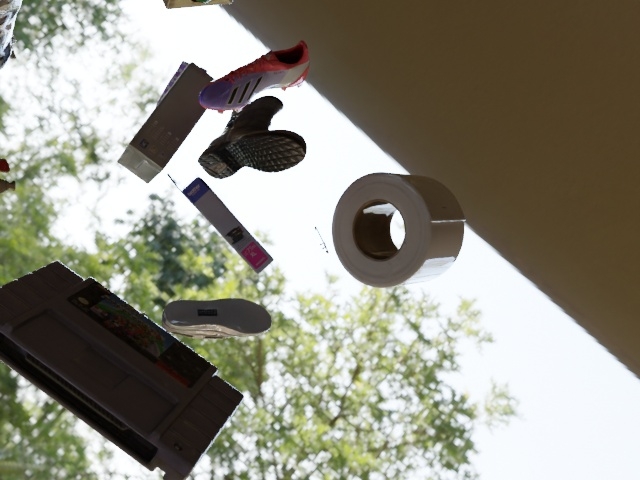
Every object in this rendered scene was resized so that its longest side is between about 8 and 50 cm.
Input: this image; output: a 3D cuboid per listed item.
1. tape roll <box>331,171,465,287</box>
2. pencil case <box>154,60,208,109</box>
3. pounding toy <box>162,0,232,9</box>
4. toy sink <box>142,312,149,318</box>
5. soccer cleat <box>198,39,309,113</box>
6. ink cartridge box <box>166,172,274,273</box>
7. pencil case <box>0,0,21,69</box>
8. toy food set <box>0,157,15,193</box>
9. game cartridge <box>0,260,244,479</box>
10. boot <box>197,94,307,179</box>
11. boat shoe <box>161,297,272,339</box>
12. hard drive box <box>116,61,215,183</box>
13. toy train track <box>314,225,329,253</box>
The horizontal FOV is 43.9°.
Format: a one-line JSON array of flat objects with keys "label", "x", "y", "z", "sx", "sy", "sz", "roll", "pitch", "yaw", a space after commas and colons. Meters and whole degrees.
[{"label": "tape roll", "x": 0.167, "y": -0.024, "z": 1.720, "sx": 0.246, "sy": 0.169, "sz": 0.246, "roll": 1, "pitch": -88, "yaw": 35}, {"label": "pencil case", "x": -0.353, "y": -0.343, "z": 1.970, "sx": 0.086, "sy": 0.206, "sz": 0.088, "roll": 25, "pitch": 7, "yaw": -28}, {"label": "pounding toy", "x": -0.173, "y": -0.411, "z": 1.177, "sx": 0.141, "sy": 0.130, "sz": 0.100, "roll": 65, "pitch": -30, "yaw": 18}, {"label": "toy sink", "x": -0.486, "y": 0.280, "z": 2.043, "sx": 0.131, "sy": 0.152, "sz": 0.234, "roll": 56, "pitch": -15, "yaw": 2}, {"label": "soccer cleat", "x": -0.127, "y": -0.320, "z": 1.537, "sx": 0.083, "sy": 0.248, "sz": 0.095, "roll": 49, "pitch": -34, "yaw": 29}, {"label": "ink cartridge box", "x": -0.238, "y": -0.060, "z": 1.877, "sx": 0.311, "sy": 0.065, "sz": 0.186, "roll": 46, "pitch": -2, "yaw": -10}, {"label": "pencil case", "x": -0.738, "y": -0.550, "z": 1.776, "sx": 0.160, "sy": 0.183, "sz": 0.410, "roll": 57, "pitch": -43, "yaw": 9}, {"label": "toy food set", "x": -0.548, "y": -0.108, "z": 1.281, "sx": 0.019, "sy": 0.122, "sz": 0.078, "roll": 4, "pitch": -76, "yaw": 37}, {"label": "game cartridge", "x": -0.284, "y": 0.166, "z": 1.093, "sx": 0.355, "sy": 0.230, "sz": 0.068, "roll": 35, "pitch": -68, "yaw": 2}, {"label": "boot", "x": -0.142, "y": -0.275, "z": 1.941, "sx": 0.338, "sy": 0.223, "sz": 0.118, "roll": -1, "pitch": -42, "yaw": 38}, {"label": "boat shoe", "x": -0.257, "y": 0.202, "z": 1.950, "sx": 0.088, "sy": 0.267, "sz": 0.096, "roll": 123, "pitch": -37, "yaw": -55}, {"label": "hard drive box", "x": -0.329, "y": -0.252, "z": 1.725, "sx": 0.089, "sy": 0.232, "sz": 0.181, "roll": 36, "pitch": -18, "yaw": -15}, {"label": "toy train track", "x": 0.000, "y": 0.000, "z": 2.159, "sx": 0.048, "sy": 0.014, "sz": 0.083, "roll": 83, "pitch": -18, "yaw": -73}]
